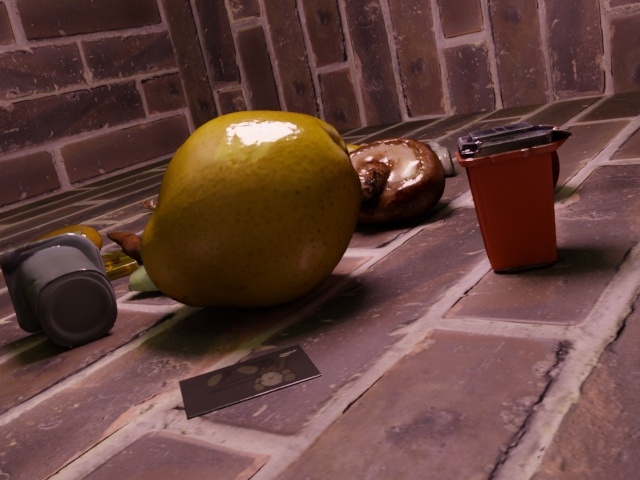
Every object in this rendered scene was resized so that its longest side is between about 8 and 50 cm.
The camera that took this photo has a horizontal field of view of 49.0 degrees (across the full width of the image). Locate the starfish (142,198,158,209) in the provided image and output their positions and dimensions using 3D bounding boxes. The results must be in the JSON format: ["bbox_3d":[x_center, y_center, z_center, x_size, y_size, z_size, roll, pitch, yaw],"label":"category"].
[{"bbox_3d":[-0.527,-0.156,2.548,0.216,0.071,0.238,-5,25,5],"label":"starfish"}]

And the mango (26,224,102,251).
[{"bbox_3d":[-0.717,0.023,1.917,0.251,0.114,0.156,-8,22,11],"label":"mango"}]

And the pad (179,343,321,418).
[{"bbox_3d":[-0.104,0.196,1.001,0.190,0.004,0.127,-16,15,-13],"label":"pad"}]

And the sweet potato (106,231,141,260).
[{"bbox_3d":[-0.509,0.013,1.896,0.067,0.059,0.281,-21,17,-25],"label":"sweet potato"}]

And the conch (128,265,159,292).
[{"bbox_3d":[-0.278,0.048,1.521,0.250,0.137,0.143,-25,35,28],"label":"conch"}]

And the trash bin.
[{"bbox_3d":[0.345,-0.079,1.217,0.184,0.239,0.161,-12,12,10],"label":"trash bin"}]

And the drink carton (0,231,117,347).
[{"bbox_3d":[-0.485,0.095,1.345,0.191,0.186,0.189,-18,18,-28],"label":"drink carton"}]

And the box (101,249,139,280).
[{"bbox_3d":[-0.543,0.068,1.780,0.121,0.030,0.193,-19,16,-25],"label":"box"}]

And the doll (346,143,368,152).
[{"bbox_3d":[0.083,-0.172,1.960,0.423,0.161,0.348,-16,30,17],"label":"doll"}]

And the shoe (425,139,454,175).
[{"bbox_3d":[0.320,-0.236,2.115,0.112,0.099,0.227,-22,17,-7],"label":"shoe"}]

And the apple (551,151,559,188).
[{"bbox_3d":[0.456,-0.173,1.604,0.195,0.173,0.160,-26,17,-31],"label":"apple"}]

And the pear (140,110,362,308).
[{"bbox_3d":[-0.121,-0.052,1.279,0.418,0.362,0.362,-38,13,7],"label":"pear"}]

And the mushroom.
[{"bbox_3d":[0.153,-0.136,1.684,0.297,0.163,0.278,4,32,33],"label":"mushroom"}]
